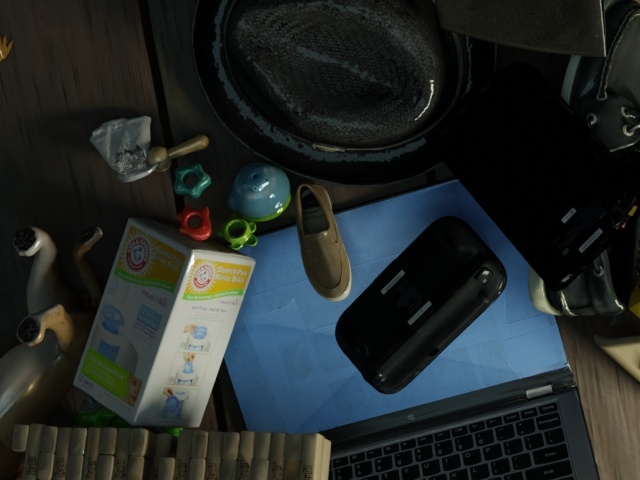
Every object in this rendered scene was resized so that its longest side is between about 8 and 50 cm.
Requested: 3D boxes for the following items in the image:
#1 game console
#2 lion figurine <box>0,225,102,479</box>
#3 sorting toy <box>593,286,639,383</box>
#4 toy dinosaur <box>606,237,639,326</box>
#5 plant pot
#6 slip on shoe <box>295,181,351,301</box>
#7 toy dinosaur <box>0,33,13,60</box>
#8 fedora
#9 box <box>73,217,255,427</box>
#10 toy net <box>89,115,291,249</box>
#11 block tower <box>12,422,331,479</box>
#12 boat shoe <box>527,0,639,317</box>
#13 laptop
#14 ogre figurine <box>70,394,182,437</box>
[{"bbox_3d":[0.145,0.004,1.638,0.361,0.044,0.213,-46,67,22],"label":"game console"},{"bbox_3d":[-0.337,0.161,1.775,0.392,0.240,0.142,-44,62,1],"label":"lion figurine"},{"bbox_3d":[0.396,0.124,1.607,0.229,0.307,0.041,-6,60,38],"label":"sorting toy"},{"bbox_3d":[0.434,-0.006,1.667,0.322,0.164,0.218,-43,78,34],"label":"toy dinosaur"},{"bbox_3d":[0.193,-0.302,1.578,0.167,0.187,0.188,-4,143,13],"label":"plant pot"},{"bbox_3d":[0.000,0.000,1.739,0.051,0.041,0.135,-12,77,11],"label":"slip on shoe"},{"bbox_3d":[-0.407,-0.212,1.765,0.112,0.064,0.212,3,93,24],"label":"toy dinosaur"},{"bbox_3d":[0.018,-0.197,1.664,0.334,0.152,0.334,1,102,6],"label":"fedora"},{"bbox_3d":[-0.171,0.090,1.739,0.114,0.103,0.203,27,101,39],"label":"box"},{"bbox_3d":[-0.153,-0.062,1.744,0.232,0.045,0.122,19,69,17],"label":"toy net"},{"bbox_3d":[-0.158,0.250,1.685,0.335,0.091,0.097,1,74,15],"label":"block tower"},{"bbox_3d":[0.307,-0.082,1.634,0.113,0.127,0.340,13,86,41],"label":"boat shoe"},{"bbox_3d":[0.079,0.181,1.701,0.382,0.408,0.236,-16,133,10],"label":"laptop"},{"bbox_3d":[-0.244,0.253,1.818,0.118,0.097,0.197,31,144,0],"label":"ogre figurine"}]
